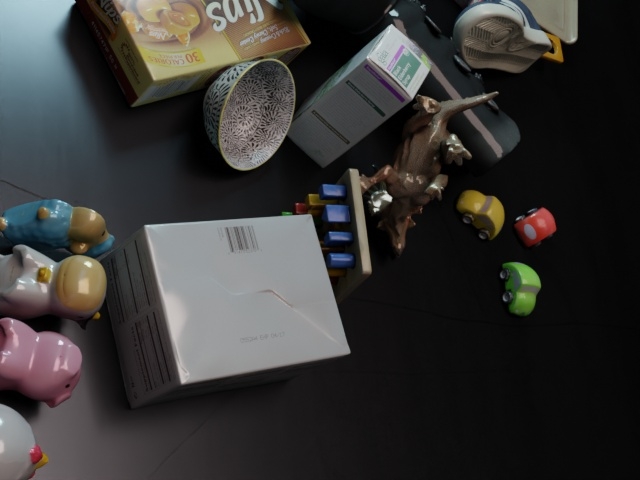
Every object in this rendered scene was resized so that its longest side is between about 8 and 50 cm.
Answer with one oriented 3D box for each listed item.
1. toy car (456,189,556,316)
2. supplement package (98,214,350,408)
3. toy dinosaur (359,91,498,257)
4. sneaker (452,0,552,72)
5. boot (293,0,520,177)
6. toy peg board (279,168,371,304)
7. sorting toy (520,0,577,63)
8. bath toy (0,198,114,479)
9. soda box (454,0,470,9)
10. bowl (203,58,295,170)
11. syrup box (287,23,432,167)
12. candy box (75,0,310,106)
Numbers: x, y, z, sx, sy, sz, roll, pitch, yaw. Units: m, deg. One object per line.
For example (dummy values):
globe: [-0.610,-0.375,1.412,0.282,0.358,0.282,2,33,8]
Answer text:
toy car: [0.352,0.022,1.770,0.239,0.053,0.225,11,63,-33]
supplement package: [-0.127,0.088,1.312,0.261,0.145,0.204,-5,73,-39]
toy dinosaur: [0.149,-0.125,1.544,0.127,0.296,0.200,33,6,2]
sneaker: [0.311,-0.409,1.866,0.148,0.131,0.350,60,23,15]
boot: [0.147,-0.287,1.644,0.445,0.146,0.367,55,26,-6]
toy peg board: [0.000,0.000,1.452,0.079,0.160,0.161,1,68,-20]
sorting toy: [0.454,-0.513,2.107,0.196,0.047,0.348,23,57,-22]
bath toy: [-0.332,0.128,1.157,0.129,0.151,0.348,53,39,-52]
soda box: [0.244,-0.540,1.949,0.183,0.058,0.063,39,51,-17]
bowl: [-0.120,-0.196,1.476,0.080,0.170,0.170,26,40,30]
syrup box: [0.055,-0.217,1.532,0.096,0.237,0.093,42,50,-13]
candy box: [-0.183,-0.329,1.503,0.316,0.087,0.183,-23,84,-42]
